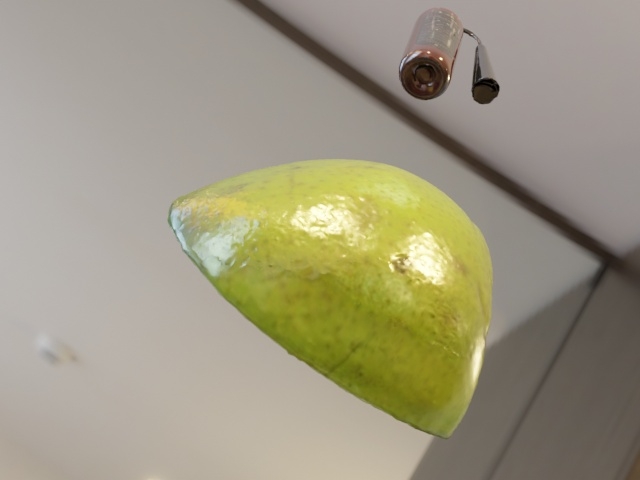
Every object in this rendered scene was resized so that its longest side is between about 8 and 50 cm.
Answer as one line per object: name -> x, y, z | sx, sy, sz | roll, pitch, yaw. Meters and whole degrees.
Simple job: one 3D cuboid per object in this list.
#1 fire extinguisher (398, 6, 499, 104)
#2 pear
fire extinguisher -> 0.064, -0.089, 0.777 | 0.046, 0.100, 0.032 | 7, -65, 8
pear -> 0.003, -0.001, 1.284 | 0.239, 0.139, 0.288 | 19, 22, -25
